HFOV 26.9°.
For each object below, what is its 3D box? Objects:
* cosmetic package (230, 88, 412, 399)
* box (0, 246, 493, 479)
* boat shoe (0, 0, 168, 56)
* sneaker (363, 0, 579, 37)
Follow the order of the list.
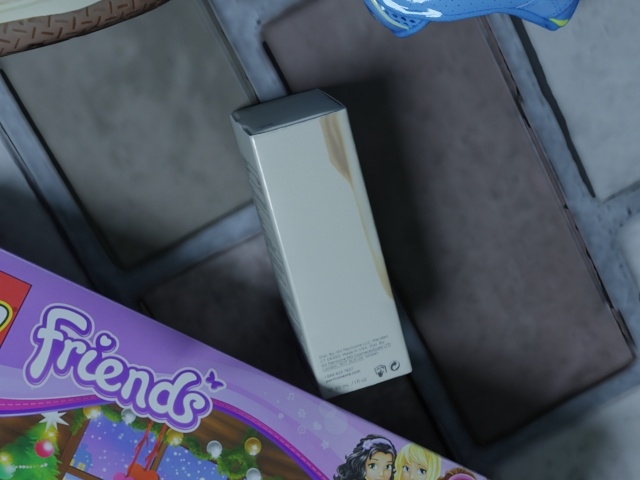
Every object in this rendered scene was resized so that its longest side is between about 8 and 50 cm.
[{"bbox_3d":[0.000,0.000,0.551,0.041,0.060,0.115,-17,108,-7],"label":"cosmetic package"},{"bbox_3d":[-0.064,0.144,0.516,0.293,0.057,0.200,26,71,-8],"label":"box"},{"bbox_3d":[-0.182,-0.100,0.475,0.258,0.095,0.095,-13,101,-6],"label":"boat shoe"},{"bbox_3d":[0.018,-0.147,0.498,0.240,0.091,0.126,18,101,-15],"label":"sneaker"}]
